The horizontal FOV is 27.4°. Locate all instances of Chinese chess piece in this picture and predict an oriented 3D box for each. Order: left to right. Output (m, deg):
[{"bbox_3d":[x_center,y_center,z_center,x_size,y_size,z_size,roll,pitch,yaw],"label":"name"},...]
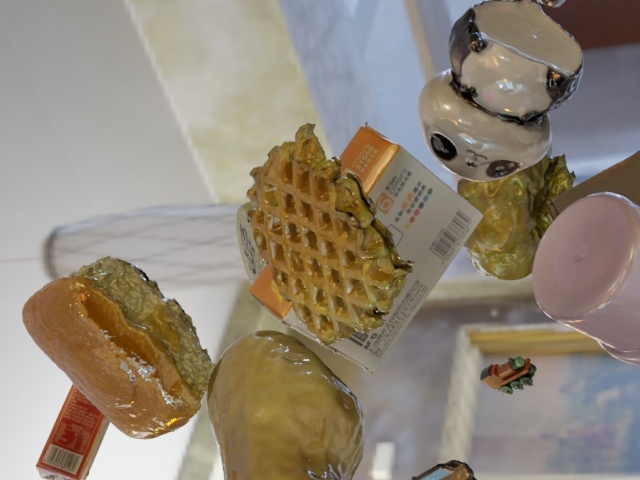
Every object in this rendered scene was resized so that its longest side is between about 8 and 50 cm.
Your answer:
[{"bbox_3d":[-0.093,0.006,2.096,0.144,0.058,0.144,169,90,-74],"label":"Chinese chess piece"}]

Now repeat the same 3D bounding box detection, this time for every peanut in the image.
[{"bbox_3d":[-0.025,0.205,1.243,0.319,0.147,0.147,-107,-4,-50],"label":"peanut"}]

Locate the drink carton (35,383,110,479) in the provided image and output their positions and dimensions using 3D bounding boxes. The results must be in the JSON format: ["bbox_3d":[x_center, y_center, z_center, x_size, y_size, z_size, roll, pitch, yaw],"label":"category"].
[{"bbox_3d":[-0.355,0.262,2.002,0.096,0.071,0.223,108,-178,-68],"label":"drink carton"}]

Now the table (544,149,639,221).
[{"bbox_3d":[0.448,-0.016,1.454,0.250,0.282,0.196,7,-123,-60],"label":"table"}]

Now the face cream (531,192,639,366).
[{"bbox_3d":[0.268,0.060,0.895,0.274,0.154,0.096,26,-104,-30],"label":"face cream"}]

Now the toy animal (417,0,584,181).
[{"bbox_3d":[0.231,-0.187,1.744,0.165,0.187,0.235,-71,5,-56],"label":"toy animal"}]

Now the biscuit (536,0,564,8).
[{"bbox_3d":[0.176,-0.313,1.268,0.212,0.036,0.212,51,-163,-23],"label":"biscuit"}]

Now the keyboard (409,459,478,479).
[{"bbox_3d":[0.086,0.342,1.509,0.106,0.262,0.016,54,-154,-3],"label":"keyboard"}]

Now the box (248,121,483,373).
[{"bbox_3d":[0.062,0.016,1.717,0.274,0.091,0.221,-55,-46,-1],"label":"box"}]

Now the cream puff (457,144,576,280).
[{"bbox_3d":[0.351,-0.068,2.260,0.282,0.185,0.282,-11,-78,-61],"label":"cream puff"}]

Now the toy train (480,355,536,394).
[{"bbox_3d":[0.344,0.241,2.373,0.064,0.103,0.044,36,-132,-16],"label":"toy train"}]

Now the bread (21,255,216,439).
[{"bbox_3d":[-0.247,0.131,1.620,0.245,0.174,0.121,49,-143,-16],"label":"bread"}]

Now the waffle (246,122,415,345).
[{"bbox_3d":[-0.001,0.001,1.513,0.052,0.254,0.245,-25,-102,-31],"label":"waffle"}]
